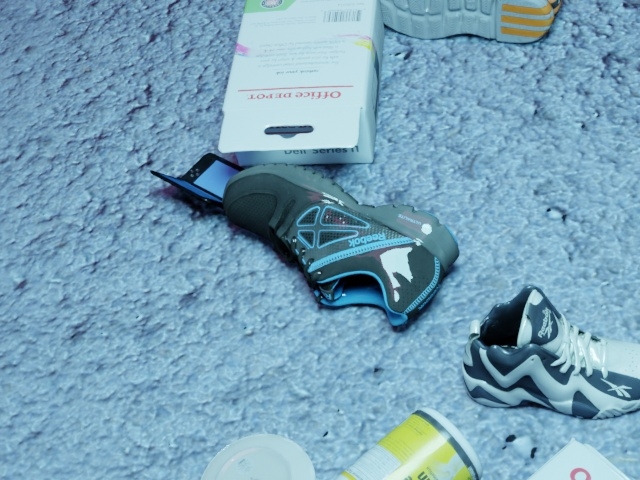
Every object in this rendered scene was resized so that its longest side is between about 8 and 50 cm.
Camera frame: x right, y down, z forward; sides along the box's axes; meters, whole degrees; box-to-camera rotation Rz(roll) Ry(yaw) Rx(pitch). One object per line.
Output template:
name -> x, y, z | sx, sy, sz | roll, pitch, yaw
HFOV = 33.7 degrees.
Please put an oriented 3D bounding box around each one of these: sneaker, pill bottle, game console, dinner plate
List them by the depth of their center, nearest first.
pill bottle -> 0.076, 0.271, 1.126 | 0.184, 0.103, 0.103 | -38, 52, -16
sneaker -> 0.269, 0.118, 1.167 | 0.234, 0.153, 0.094 | 4, 54, 18
dinner plate -> -0.075, 0.283, 1.216 | 0.141, 0.017, 0.141 | -8, 48, 9
sneaker -> 0.000, 0.000, 1.358 | 0.340, 0.125, 0.140 | 17, 62, 29
game console -> -0.160, -0.090, 1.508 | 0.122, 0.071, 0.107 | 28, 63, 31
sneaker -> 0.221, -0.408, 1.652 | 0.321, 0.125, 0.180 | 15, 52, 12

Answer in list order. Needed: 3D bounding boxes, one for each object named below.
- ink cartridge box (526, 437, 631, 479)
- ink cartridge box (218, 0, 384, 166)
ink cartridge box -> 0.213, 0.375, 0.986 | 0.307, 0.129, 0.223 | -36, 51, -15
ink cartridge box -> -0.021, -0.223, 1.544 | 0.207, 0.119, 0.354 | 0, 51, 10
